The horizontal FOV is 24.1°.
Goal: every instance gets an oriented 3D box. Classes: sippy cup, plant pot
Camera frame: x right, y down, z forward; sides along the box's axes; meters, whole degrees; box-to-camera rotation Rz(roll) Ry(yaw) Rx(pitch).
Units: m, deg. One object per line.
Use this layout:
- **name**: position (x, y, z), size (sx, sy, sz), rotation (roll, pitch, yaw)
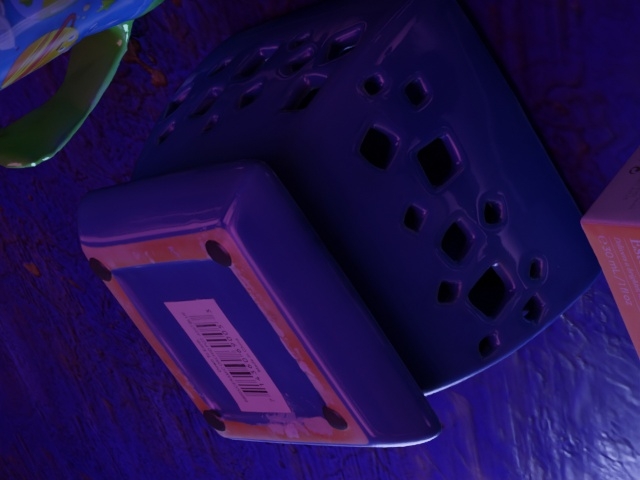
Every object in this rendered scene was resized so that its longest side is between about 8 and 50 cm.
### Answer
- **sippy cup**: position (-0.239, -0.194, 0.981), size (0.305, 0.224, 0.240), rotation (51, 149, -14)
- **plant pot**: position (0.000, 0.000, 0.954), size (0.236, 0.212, 0.236), rotation (-6, 123, 51)

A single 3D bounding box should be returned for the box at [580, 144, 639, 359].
- **box**: position (0.249, 0.016, 0.802), size (0.170, 0.091, 0.130), rotation (5, 132, 47)
